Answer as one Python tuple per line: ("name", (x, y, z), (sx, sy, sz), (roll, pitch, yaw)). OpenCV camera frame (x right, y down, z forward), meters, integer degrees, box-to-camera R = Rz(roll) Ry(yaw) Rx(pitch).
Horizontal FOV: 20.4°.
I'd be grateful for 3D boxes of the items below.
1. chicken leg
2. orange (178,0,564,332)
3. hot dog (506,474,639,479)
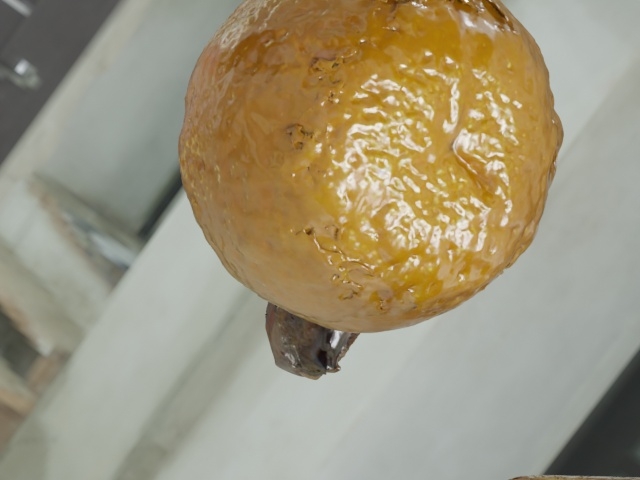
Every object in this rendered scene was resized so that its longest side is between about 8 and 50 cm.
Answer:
("chicken leg", (0.000, 0.000, 1.865), (0.113, 0.304, 0.093), (16, 19, 36))
("orange", (0.036, -0.088, 1.566), (0.341, 0.340, 0.293), (34, -10, -32))
("hot dog", (0.251, 0.258, 1.473), (0.349, 0.117, 0.158), (-5, -4, 41))
